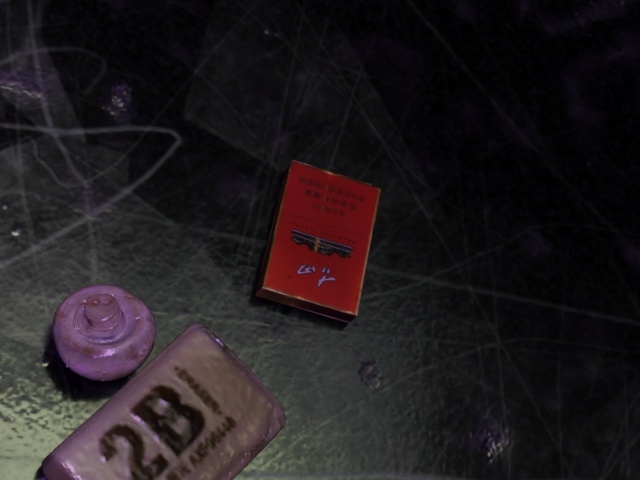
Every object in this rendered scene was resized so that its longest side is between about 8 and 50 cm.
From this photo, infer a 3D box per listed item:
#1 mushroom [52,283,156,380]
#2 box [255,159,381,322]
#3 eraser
[{"bbox_3d":[-0.175,0.072,1.137,0.083,0.067,0.084,0,57,0],"label":"mushroom"},{"bbox_3d":[0.000,0.000,1.256,0.090,0.023,0.133,18,63,-9],"label":"box"},{"bbox_3d":[-0.121,0.160,1.125,0.117,0.058,0.172,46,61,3],"label":"eraser"}]
